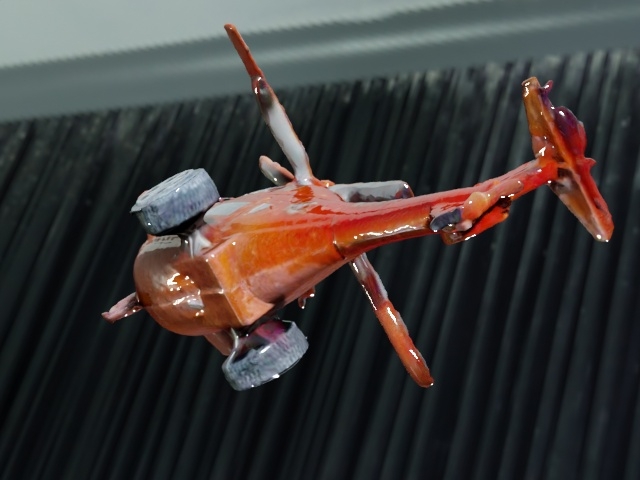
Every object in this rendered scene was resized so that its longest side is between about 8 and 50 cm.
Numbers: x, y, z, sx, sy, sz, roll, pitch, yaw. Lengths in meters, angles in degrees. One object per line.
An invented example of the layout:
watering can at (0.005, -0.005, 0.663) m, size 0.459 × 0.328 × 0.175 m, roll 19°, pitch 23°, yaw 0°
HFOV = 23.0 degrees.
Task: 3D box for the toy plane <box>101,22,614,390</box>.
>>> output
toy plane at (0.003, 0.007, 0.458) m, size 0.194 × 0.077 × 0.126 m, roll 18°, pitch 135°, yaw 48°
